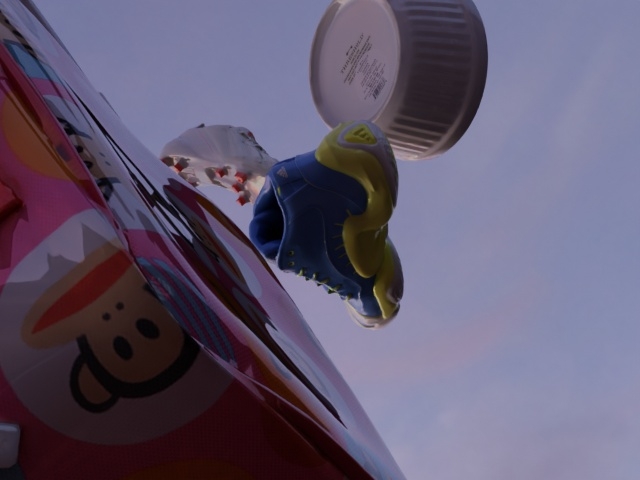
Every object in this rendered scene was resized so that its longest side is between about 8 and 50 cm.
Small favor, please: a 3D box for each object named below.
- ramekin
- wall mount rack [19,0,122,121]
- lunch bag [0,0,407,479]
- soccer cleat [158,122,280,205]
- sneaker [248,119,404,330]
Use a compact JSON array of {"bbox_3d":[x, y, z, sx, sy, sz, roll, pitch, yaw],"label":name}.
[{"bbox_3d":[0.077,-0.195,1.479,0.109,0.207,0.207,3,-56,-37],"label":"ramekin"},{"bbox_3d":[-0.253,-0.208,0.882,0.350,0.130,0.304,-20,-68,-57],"label":"wall mount rack"},{"bbox_3d":[-0.098,0.004,0.454,0.120,0.293,0.258,-39,-41,-2],"label":"lunch bag"},{"bbox_3d":[-0.073,-0.073,1.248,0.076,0.196,0.068,-49,-46,-25],"label":"soccer cleat"},{"bbox_3d":[0.000,0.000,1.131,0.126,0.091,0.240,-17,-43,-11],"label":"sneaker"}]
